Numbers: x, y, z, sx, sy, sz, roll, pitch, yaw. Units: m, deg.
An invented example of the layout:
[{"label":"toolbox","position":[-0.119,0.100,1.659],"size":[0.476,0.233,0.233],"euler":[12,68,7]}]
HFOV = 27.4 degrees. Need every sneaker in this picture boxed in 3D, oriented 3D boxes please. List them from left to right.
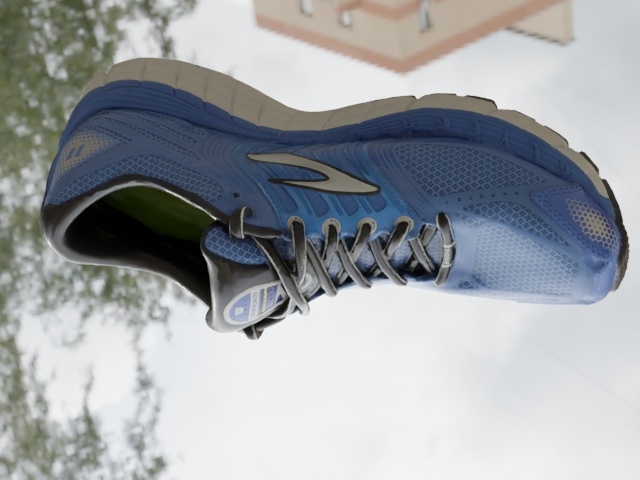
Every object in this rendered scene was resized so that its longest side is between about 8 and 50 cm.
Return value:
[{"label":"sneaker","position":[0.000,0.000,0.720],"size":[0.329,0.130,0.147],"euler":[8,-134,13]}]
